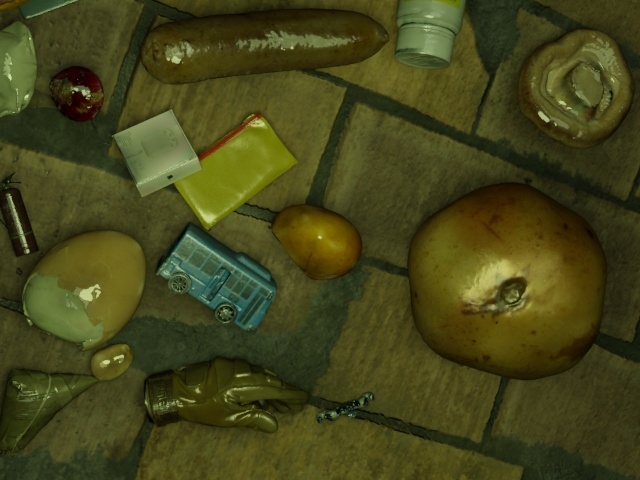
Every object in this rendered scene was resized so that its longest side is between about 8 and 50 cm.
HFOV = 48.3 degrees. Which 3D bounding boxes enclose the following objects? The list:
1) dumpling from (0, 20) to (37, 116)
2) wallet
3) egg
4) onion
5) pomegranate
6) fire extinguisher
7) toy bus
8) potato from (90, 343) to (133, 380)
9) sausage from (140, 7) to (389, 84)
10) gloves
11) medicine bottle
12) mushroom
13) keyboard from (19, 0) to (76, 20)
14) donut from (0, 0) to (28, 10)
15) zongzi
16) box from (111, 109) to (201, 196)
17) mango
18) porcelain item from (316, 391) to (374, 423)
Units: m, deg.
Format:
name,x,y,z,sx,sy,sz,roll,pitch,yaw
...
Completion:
name,x,y,z,sx,sy,sz,roll,pitch,yaw
dumpling,-0.603,-0.324,1.341,0.134,0.100,0.169,9,112,22
wallet,-0.180,-0.144,1.466,0.241,0.067,0.141,-38,96,-14
egg,-0.435,0.086,1.343,0.201,0.201,0.244,45,70,-12
onion,-0.465,-0.282,1.371,0.107,0.097,0.107,8,111,20
pomegranate,0.378,0.089,1.465,0.416,0.416,0.417,-1,93,-14
fire extinguisher,-0.596,-0.047,1.376,0.078,0.045,0.157,-14,98,9
toy bus,-0.201,0.075,1.433,0.234,0.116,0.134,35,94,-14
potato,-0.416,0.242,1.426,0.083,0.062,0.068,-24,130,1
sausage,-0.107,-0.396,1.430,0.500,0.136,0.123,-9,118,-15
gloves,-0.187,0.308,1.442,0.331,0.154,0.141,-2,95,-7
medicine bottle,0.236,-0.504,1.503,0.143,0.143,0.258,9,92,-14
mushroom,0.570,-0.342,1.595,0.278,0.146,0.278,1,85,-7
keyboard,-0.503,-0.486,1.387,0.176,0.014,0.055,-26,100,-11
donut,-0.657,-0.606,1.266,0.377,0.163,0.435,-20,97,-6
zongzi,-0.535,0.349,1.404,0.178,0.081,0.189,9,99,-28
box,-0.321,-0.173,1.401,0.129,0.051,0.130,-26,69,-11
mango,0.000,0.000,1.413,0.187,0.257,0.138,40,84,-12
porcelain item,0.061,0.368,1.542,0.136,0.075,0.021,-21,99,-13
